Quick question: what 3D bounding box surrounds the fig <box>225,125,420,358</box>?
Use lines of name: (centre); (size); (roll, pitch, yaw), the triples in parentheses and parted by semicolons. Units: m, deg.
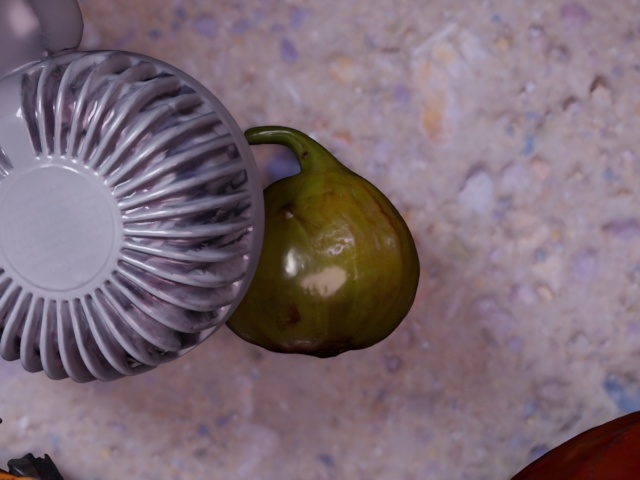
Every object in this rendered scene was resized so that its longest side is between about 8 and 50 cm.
fig: (0.000, 0.000, 0.805); (0.084, 0.082, 0.098); (1, 80, 27)

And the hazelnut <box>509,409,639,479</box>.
hazelnut: (0.163, 0.173, 0.827); (0.181, 0.181, 0.212); (-5, 96, 13)

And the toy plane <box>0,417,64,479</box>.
toy plane: (-0.146, 0.101, 0.774); (0.188, 0.062, 0.135); (-5, 125, -43)

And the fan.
fan: (-0.113, -0.062, 0.756); (0.130, 0.074, 0.244); (-23, 91, 18)
